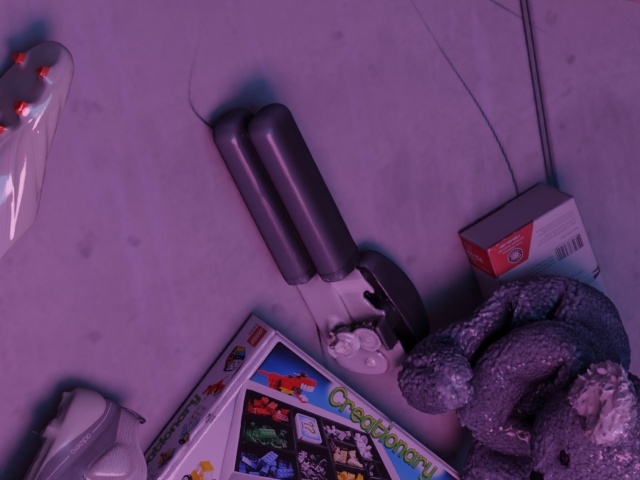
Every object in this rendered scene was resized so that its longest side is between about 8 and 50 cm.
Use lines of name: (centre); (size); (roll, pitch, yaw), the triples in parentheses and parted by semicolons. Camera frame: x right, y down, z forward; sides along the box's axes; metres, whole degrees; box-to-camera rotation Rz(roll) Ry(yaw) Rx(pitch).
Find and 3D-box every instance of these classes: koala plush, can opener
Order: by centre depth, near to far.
koala plush: (0.219, 0.144, 1.574); (0.203, 0.221, 0.196); (-40, 122, -10)
can opener: (0.000, 0.000, 1.585); (0.280, 0.074, 0.093); (60, 41, -29)

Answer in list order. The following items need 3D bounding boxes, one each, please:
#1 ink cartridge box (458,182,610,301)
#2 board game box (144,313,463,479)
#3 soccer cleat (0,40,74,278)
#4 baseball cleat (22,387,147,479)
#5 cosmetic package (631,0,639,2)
ink cartridge box: (0.196, 0.033, 1.692); (0.099, 0.056, 0.135); (-30, 117, -16)
board game box: (-0.005, 0.226, 1.647); (0.305, 0.053, 0.193); (40, 85, -30)
soccer cleat: (-0.237, -0.060, 1.442); (0.076, 0.068, 0.196); (26, 93, -46)
baseball cleat: (-0.205, 0.224, 1.509); (0.109, 0.072, 0.206); (26, 83, -7)
cosmetic package: (0.379, -0.371, 1.472); (0.329, 0.394, 0.327); (-18, 112, -21)
